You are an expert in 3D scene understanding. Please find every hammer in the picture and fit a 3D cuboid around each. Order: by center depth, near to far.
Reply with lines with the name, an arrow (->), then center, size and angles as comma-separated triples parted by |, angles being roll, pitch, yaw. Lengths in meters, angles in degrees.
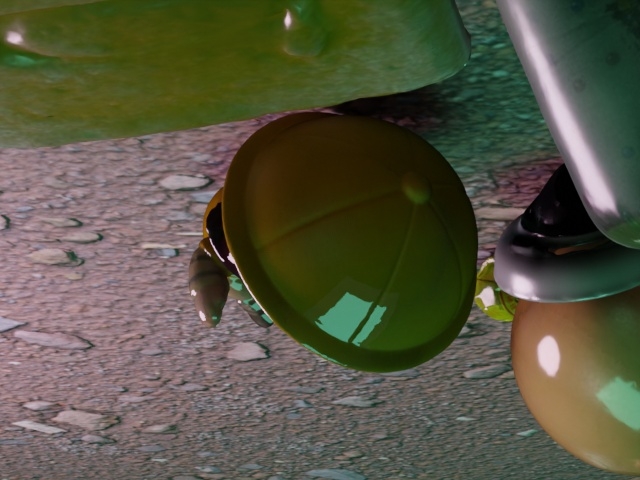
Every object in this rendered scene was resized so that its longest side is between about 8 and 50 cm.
hammer -> 0.178, -0.094, 1.056 | 0.119, 0.206, 0.335 | -22, 176, 7

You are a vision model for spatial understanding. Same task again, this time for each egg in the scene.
egg -> 0.247, 0.083, 1.465 | 0.201, 0.201, 0.244 | -12, 160, 29

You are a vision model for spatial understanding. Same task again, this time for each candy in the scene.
candy -> 0.106, 0.042, 1.593 | 0.194, 0.058, 0.062 | -5, -166, 40

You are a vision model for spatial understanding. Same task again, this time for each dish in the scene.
dish -> 0.189, -0.020, 1.367 | 0.141, 0.078, 0.141 | -13, -157, 6

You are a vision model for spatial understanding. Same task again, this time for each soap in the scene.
soap -> -0.100, -0.173, 0.811 | 0.293, 0.156, 0.335 | -9, 160, 10

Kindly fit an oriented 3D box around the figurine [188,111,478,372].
figurine -> 0.000, -0.005, 1.277 | 0.192, 0.167, 0.257 | -5, -173, -28
